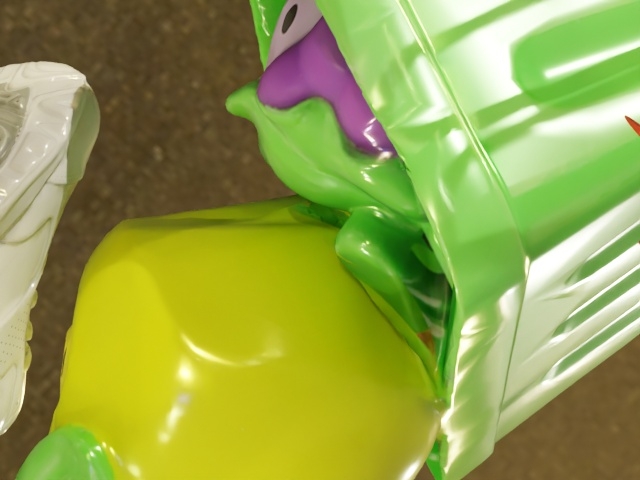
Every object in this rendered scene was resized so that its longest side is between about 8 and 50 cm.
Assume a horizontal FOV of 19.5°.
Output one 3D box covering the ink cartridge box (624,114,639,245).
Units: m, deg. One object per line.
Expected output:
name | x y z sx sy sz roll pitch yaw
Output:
ink cartridge box | 0.133 0.011 0.631 0.029 0.115 0.063 -40 -176 7

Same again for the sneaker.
sneaker | -0.164 0.027 0.833 0.232 0.090 0.115 -59 146 -18

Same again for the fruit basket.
fruit basket | 0.000 0.000 0.861 0.392 0.283 0.392 -22 161 -8
